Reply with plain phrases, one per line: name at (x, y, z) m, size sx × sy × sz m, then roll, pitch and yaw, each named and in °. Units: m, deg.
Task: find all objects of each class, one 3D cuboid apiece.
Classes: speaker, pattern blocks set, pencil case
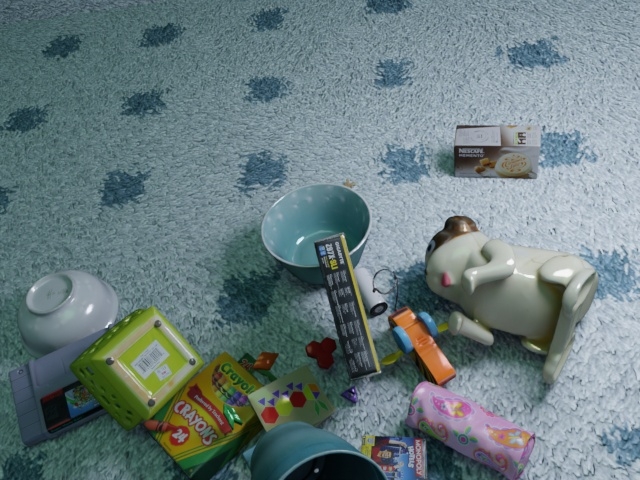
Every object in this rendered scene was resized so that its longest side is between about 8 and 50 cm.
speaker at (0.131, 0.137, 1.785) m, size 0.055 × 0.055 × 0.136 m, roll -23°, pitch 49°, yaw -7°
pattern blocks set at (-0.065, 0.390, 1.558) m, size 0.325 × 0.026 × 0.285 m, roll -15°, pitch 69°, yaw -24°
pencil case at (0.326, 0.420, 1.462) m, size 0.284 × 0.124 × 0.124 m, roll 21°, pitch 57°, yaw 28°

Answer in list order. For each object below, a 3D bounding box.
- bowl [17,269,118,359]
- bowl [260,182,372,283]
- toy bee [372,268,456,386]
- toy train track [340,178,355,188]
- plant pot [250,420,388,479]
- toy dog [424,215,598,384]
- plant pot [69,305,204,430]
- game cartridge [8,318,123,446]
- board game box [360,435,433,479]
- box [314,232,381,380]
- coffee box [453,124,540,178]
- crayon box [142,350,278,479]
bowl at (-0.746, 0.187, 1.884) m, size 0.298 × 0.134 × 0.298 m, roll -6°, pitch 50°, yaw 7°
bowl at (0.000, 0.000, 1.861) m, size 0.312 × 0.163 × 0.311 m, roll -6°, pitch 50°, yaw 7°
toy bee at (0.234, 0.226, 1.646) m, size 0.195 × 0.162 × 0.298 m, roll -8°, pitch 73°, yaw -5°
toy train track at (0.072, -0.169, 2.092) m, size 0.083 × 0.014 × 0.048 m, roll -11°, pitch 55°, yaw 10°
plant pot at (-0.029, 0.505, 1.350) m, size 0.272 × 0.271 × 0.255 m, roll -31°, pitch 18°, yaw -14°
toy dog at (0.448, 0.086, 1.618) m, size 0.408 × 0.284 × 0.395 m, roll 21°, pitch 44°, yaw 27°
plant pot at (-0.433, 0.301, 1.592) m, size 0.227 × 0.207 × 0.228 m, roll 50°, pitch 57°, yaw -7°
game cartridge at (-0.630, 0.368, 1.741) m, size 0.355 × 0.068 × 0.230 m, roll -25°, pitch 51°, yaw -9°
board game box at (0.181, 0.531, 1.432) m, size 0.194 × 0.060 × 0.194 m, roll 0°, pitch 50°, yaw 11°
box at (0.061, 0.152, 1.564) m, size 0.079 × 0.257 × 0.322 m, roll -15°, pitch 86°, yaw -1°
coffee box at (0.532, -0.269, 1.990) m, size 0.247 × 0.141 × 0.098 m, roll 3°, pitch 51°, yaw 14°
crayon box at (-0.246, 0.414, 1.613) m, size 0.202 × 0.081 × 0.318 m, roll 33°, pitch 63°, yaw 34°
